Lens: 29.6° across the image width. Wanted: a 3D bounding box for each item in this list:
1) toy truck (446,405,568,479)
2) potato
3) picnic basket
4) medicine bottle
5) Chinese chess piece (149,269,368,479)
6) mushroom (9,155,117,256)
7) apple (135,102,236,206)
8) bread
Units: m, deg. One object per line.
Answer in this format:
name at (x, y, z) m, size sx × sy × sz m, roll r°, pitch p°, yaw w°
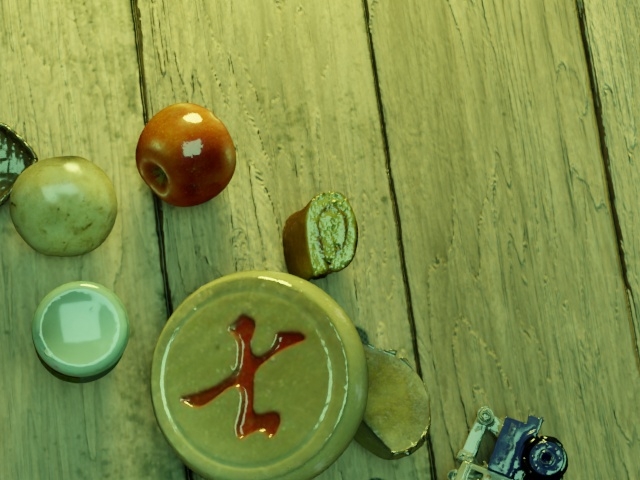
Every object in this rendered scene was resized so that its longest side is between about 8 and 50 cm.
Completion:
toy truck at (0.298, 0.382, 1.956) m, size 0.177 × 0.161 × 0.213 m, roll 20°, pitch 76°, yaw 13°
potato at (0.081, 0.246, 1.953) m, size 0.138 × 0.098 × 0.243 m, roll -36°, pitch 72°, yaw -26°
picnic basket at (-0.539, -0.091, 1.907) m, size 0.110 × 0.055 × 0.193 m, roll 44°, pitch 74°, yaw -2°
medicine bottle at (-0.359, 0.142, 1.812) m, size 0.139 × 0.225 × 0.139 m, roll 2°, pitch 80°, yaw -11°
Chinese chess piece at (-0.093, 0.214, 1.850) m, size 0.338 × 0.140 × 0.338 m, roll -2°, pitch 80°, yaw 13°
mushroom at (-0.401, -0.052, 1.896) m, size 0.166 × 0.127 × 0.166 m, roll -2°, pitch 103°, yaw -10°
apple at (-0.216, -0.133, 1.931) m, size 0.139 × 0.163 × 0.163 m, roll -37°, pitch 88°, yaw -23°
bread at (0.000, 0.000, 1.941) m, size 0.103 × 0.172 × 0.132 m, roll -4°, pitch 82°, yaw -12°
